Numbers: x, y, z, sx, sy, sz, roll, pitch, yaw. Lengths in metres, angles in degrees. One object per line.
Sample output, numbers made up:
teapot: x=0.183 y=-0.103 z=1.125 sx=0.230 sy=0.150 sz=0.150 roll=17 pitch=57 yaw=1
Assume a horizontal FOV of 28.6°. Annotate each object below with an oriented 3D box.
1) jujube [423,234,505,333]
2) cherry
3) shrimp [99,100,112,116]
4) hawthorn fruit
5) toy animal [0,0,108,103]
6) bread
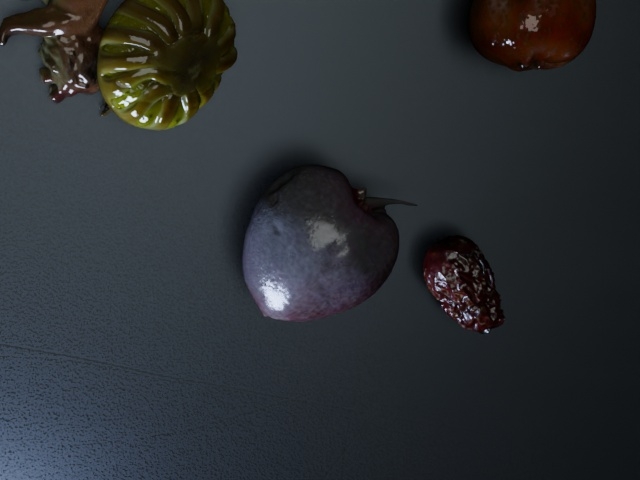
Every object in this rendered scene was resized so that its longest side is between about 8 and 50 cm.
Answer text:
jujube: x=0.212 y=0.068 z=1.889 sx=0.104 sy=0.104 sz=0.166 roll=-25 pitch=112 yaw=-6
cherry: x=0.000 y=0.000 z=1.777 sx=0.213 sy=0.183 sz=0.266 roll=42 pitch=89 yaw=-14
shrimp: x=-0.252 y=-0.196 z=1.761 sx=0.114 sy=0.023 sz=0.083 roll=-42 pitch=111 yaw=-6
hawthorn fruit: x=0.301 y=-0.340 z=1.772 sx=0.179 sy=0.179 sz=0.200 roll=5 pitch=93 yaw=-13
toy animal: x=-0.320 y=-0.325 z=1.662 sx=0.157 sy=0.097 sz=0.312 roll=24 pitch=114 yaw=-15
bread: x=-0.201 y=-0.248 z=1.683 sx=0.213 sy=0.105 sz=0.213 roll=-21 pitch=126 yaw=-31
